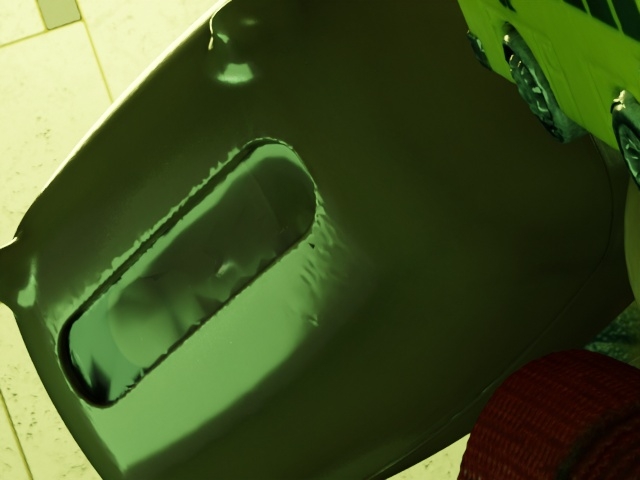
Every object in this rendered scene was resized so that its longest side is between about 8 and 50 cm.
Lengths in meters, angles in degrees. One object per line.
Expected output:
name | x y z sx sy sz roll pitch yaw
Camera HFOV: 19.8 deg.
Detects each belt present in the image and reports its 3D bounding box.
belt | 0.136 0.158 0.839 0.124 0.128 0.200 -158 68 -71

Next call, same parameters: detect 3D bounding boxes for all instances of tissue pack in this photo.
tissue pack | 0.000 0.000 1.057 0.277 0.387 0.267 -11 -113 -48

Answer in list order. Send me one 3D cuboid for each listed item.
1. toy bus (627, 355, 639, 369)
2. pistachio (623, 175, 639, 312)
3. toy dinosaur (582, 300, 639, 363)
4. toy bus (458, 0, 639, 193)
toy bus | 0.255 0.167 0.910 0.097 0.138 0.342 64 178 -37
pistachio | 0.188 0.008 0.796 0.108 0.126 0.185 26 170 29
toy dinosaur | 0.198 0.087 1.193 0.363 0.147 0.076 62 177 0
toy bus | 0.123 -0.113 0.647 0.150 0.128 0.262 64 176 -21
